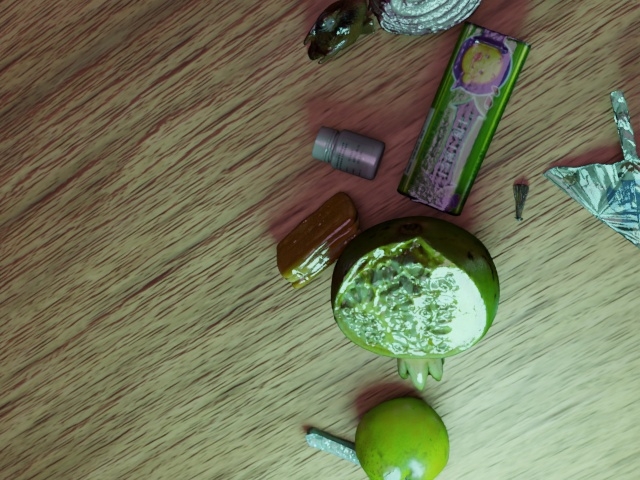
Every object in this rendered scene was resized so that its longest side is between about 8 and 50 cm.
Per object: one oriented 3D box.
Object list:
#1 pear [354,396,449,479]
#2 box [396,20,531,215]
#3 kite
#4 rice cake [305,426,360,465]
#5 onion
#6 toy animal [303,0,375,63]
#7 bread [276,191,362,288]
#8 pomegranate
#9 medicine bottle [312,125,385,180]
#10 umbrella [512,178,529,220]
[{"bbox_3d":[0.159,0.406,1.645,0.187,0.220,0.187,2,102,7],"label":"pear"},{"bbox_3d":[0.267,-0.224,1.588,0.134,0.097,0.346,23,102,14],"label":"box"},{"bbox_3d":[0.582,-0.127,1.558,0.335,0.011,0.314,-6,111,24],"label":"kite"},{"bbox_3d":[0.065,0.445,1.756,0.211,0.043,0.034,22,97,5],"label":"rice cake"},{"bbox_3d":[0.196,-0.505,1.507,0.206,0.216,0.207,2,60,-21],"label":"onion"},{"bbox_3d":[0.016,-0.387,1.570,0.089,0.179,0.188,51,129,1],"label":"toy animal"},{"bbox_3d":[0.000,0.000,1.666,0.200,0.116,0.077,-41,115,13],"label":"bread"},{"bbox_3d":[0.183,0.103,1.609,0.309,0.216,0.358,-4,129,9],"label":"pomegranate"},{"bbox_3d":[0.054,-0.173,1.639,0.130,0.080,0.080,19,102,7],"label":"medicine bottle"},{"bbox_3d":[0.386,-0.079,1.629,0.031,0.020,0.083,4,105,10],"label":"umbrella"}]
